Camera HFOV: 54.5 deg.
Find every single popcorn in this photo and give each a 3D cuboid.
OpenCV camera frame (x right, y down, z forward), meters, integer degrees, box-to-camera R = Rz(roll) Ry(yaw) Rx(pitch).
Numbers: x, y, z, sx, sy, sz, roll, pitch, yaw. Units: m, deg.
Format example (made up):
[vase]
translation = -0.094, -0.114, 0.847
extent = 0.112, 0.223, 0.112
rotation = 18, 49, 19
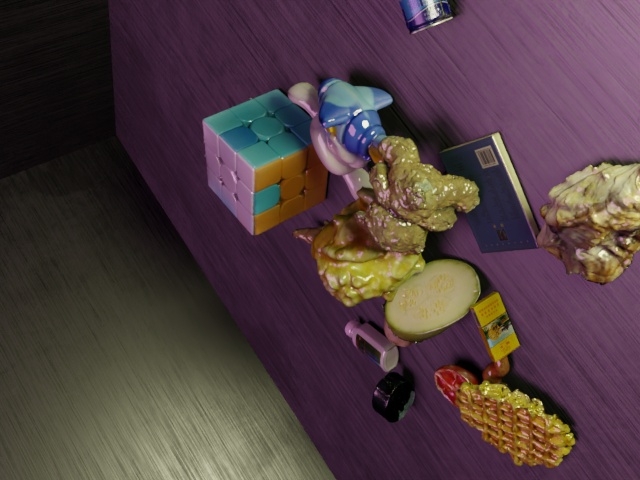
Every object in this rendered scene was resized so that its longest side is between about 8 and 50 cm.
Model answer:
[popcorn]
translation = 0.141, 0.021, 1.684
extent = 0.274, 0.335, 0.279
rotation = 47, -176, 2

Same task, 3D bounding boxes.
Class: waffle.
[waffle]
translation = 0.506, 0.484, 1.656
extent = 0.312, 0.060, 0.307
rotation = 40, 146, 8

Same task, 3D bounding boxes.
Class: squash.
[squash]
translation = 0.286, 0.154, 1.651
extent = 0.189, 0.189, 0.260
rotation = 54, 158, 14

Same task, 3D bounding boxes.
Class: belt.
[belt]
translation = 0.252, 0.540, 2.139
extent = 0.078, 0.151, 0.198
rotation = 31, 151, 39

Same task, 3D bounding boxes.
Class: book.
[book]
translation = 0.383, -0.099, 1.409
extent = 0.191, 0.025, 0.269
rotation = -10, 107, 64

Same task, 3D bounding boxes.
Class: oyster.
[oyster]
translation = 0.508, -0.032, 1.162
extent = 0.201, 0.107, 0.354
rotation = 46, 151, 21

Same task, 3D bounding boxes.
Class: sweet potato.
[sweet potato]
translation = 0.469, 0.363, 1.675
extent = 0.058, 0.055, 0.202
rotation = 8, 134, 7

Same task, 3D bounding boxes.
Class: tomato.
[tomato]
translation = 0.411, 0.415, 1.810
extent = 0.156, 0.069, 0.155
rotation = 32, 141, 30

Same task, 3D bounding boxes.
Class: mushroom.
[mushroom]
translation = 0.252, 0.231, 1.843
extent = 0.166, 0.128, 0.166
rotation = 0, -90, -81

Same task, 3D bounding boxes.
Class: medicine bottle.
[medicine bottle]
translation = 0.176, 0.357, 2.171
extent = 0.219, 0.078, 0.115
rotation = 35, 145, 42

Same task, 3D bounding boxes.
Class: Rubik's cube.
[Rubik's cube]
translation = -0.170, -0.247, 1.955
extent = 0.290, 0.292, 0.291
rotation = 46, 150, 30

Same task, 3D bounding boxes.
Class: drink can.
[drink can]
translation = 0.187, -0.544, 1.244
extent = 0.097, 0.097, 0.235
rotation = 5, 121, 60

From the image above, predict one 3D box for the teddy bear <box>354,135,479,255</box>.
[teddy bear]
translation = 0.201, -0.078, 1.446
extent = 0.267, 0.156, 0.256
rotation = 32, 137, 2

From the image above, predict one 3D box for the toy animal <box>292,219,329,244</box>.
[toy animal]
translation = 0.000, 0.000, 2.111
extent = 0.219, 0.101, 0.103
rotation = 41, 149, 35

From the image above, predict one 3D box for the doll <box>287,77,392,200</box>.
[doll]
translation = 0.077, -0.293, 1.625
extent = 0.376, 0.187, 0.366
rotation = 40, 165, -10

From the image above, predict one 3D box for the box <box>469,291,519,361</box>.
[box]
translation = 0.436, 0.216, 1.551
extent = 0.023, 0.087, 0.155
rotation = -5, 111, 63
